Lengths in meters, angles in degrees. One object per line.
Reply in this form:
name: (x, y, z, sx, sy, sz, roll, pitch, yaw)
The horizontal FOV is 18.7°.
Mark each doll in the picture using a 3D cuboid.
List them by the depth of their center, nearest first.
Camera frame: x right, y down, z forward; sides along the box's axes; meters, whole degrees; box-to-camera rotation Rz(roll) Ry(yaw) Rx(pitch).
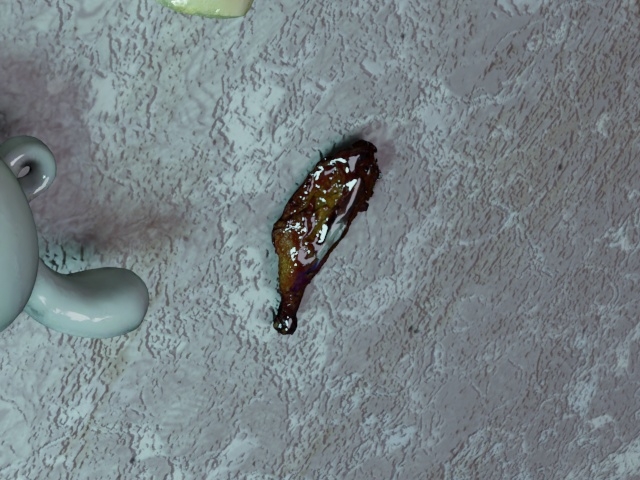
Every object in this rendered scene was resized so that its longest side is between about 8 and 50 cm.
doll: (-0.348, 0.048, 1.495, 0.365, 0.187, 0.376, -47, 114, -11)

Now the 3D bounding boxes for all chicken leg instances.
chicken leg: (-0.003, -0.002, 1.792, 0.205, 0.053, 0.093, -53, 150, 15)

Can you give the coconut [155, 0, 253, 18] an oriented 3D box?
coconut: (-0.086, -0.243, 1.497, 0.116, 0.116, 0.122, 0, 127, -37)
